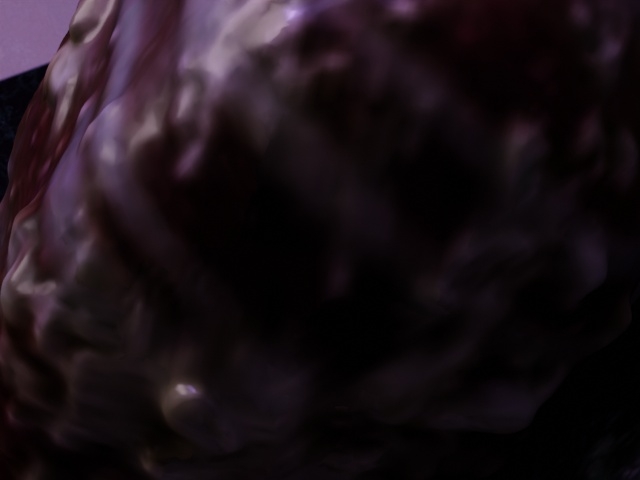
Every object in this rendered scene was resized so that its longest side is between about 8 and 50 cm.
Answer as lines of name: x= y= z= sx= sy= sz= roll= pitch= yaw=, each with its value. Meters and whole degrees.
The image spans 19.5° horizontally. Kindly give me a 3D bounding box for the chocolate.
chocolate: x=0.000 y=0.000 z=0.676 sx=0.340 sy=0.225 sz=0.210 roll=-46 pitch=20 yaw=27
